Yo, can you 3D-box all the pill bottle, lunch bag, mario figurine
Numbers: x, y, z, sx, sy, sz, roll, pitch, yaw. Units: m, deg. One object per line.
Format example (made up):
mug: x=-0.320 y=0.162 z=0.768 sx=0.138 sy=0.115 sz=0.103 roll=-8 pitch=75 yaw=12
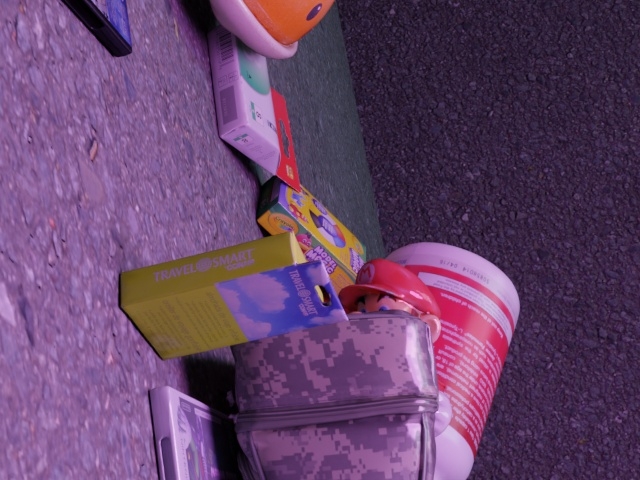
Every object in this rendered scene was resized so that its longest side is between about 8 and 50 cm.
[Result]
pill bottle: x=0.135 y=0.222 z=1.578 sx=0.229 sy=0.229 sz=0.408 roll=68 pitch=37 yaw=-46
lunch bag: x=0.022 y=0.219 z=1.127 sx=0.305 sy=0.212 sz=0.256 roll=81 pitch=1 yaw=-78
mario figurine: x=0.063 y=0.177 z=1.358 sx=0.170 sy=0.198 sz=0.321 roll=74 pitch=17 yaw=-73

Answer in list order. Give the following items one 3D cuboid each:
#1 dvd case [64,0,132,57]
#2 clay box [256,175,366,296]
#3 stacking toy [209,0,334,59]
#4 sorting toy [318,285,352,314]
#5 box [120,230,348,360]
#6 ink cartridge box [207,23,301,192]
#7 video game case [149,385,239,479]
dvd case: x=-0.234 y=-0.297 z=0.979 sx=0.253 sy=0.022 sz=0.180 roll=52 pitch=27 yaw=-71
clay box: x=0.000 y=0.000 z=1.656 sx=0.222 sy=0.053 sz=0.127 roll=42 pitch=21 yaw=-19
stacking toy: x=0.046 y=-0.489 z=1.435 sx=0.351 sy=0.480 sz=0.351 roll=56 pitch=17 yaw=-28
sorting toy: x=0.014 y=0.104 z=1.822 sx=0.126 sy=0.127 sz=0.365 roll=55 pitch=7 yaw=11
box: x=-0.074 y=0.050 z=0.958 sx=0.109 sy=0.178 sz=0.042 roll=66 pitch=13 yaw=-54
ink cartridge box: x=-0.077 y=-0.191 z=1.577 sx=0.224 sy=0.056 sz=0.181 roll=31 pitch=43 yaw=-54
video game case: x=-0.106 y=0.235 z=1.000 sx=0.190 sy=0.022 sz=0.173 roll=55 pitch=23 yaw=-69
